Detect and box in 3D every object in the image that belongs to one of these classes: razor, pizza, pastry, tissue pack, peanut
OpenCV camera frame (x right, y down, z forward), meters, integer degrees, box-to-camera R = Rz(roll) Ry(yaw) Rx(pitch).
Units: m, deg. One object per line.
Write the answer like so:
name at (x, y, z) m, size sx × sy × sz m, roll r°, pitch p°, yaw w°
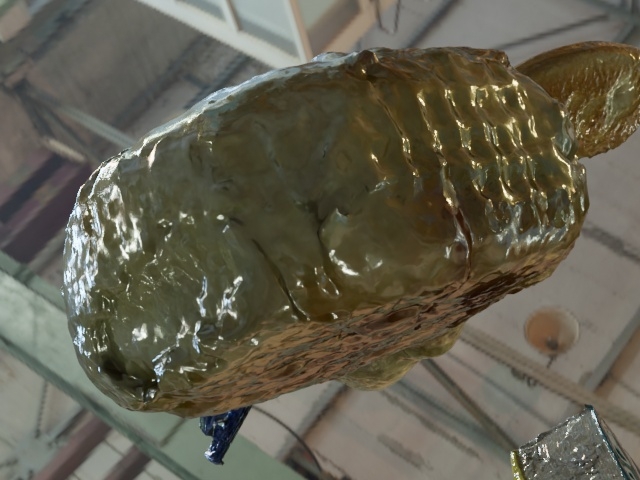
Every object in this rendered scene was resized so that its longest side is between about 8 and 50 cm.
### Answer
razor at (-0.093, 0.154, 1.061) m, size 0.056 × 0.324 × 0.093 m, roll 28°, pitch -106°, yaw 2°
pizza at (0.252, -0.137, 1.151) m, size 0.271 × 0.134 × 0.056 m, roll -28°, pitch -142°, yaw -15°
pastry at (0.000, 0.000, 0.416) m, size 0.193 × 0.182 × 0.093 m, roll -11°, pitch -109°, yaw -41°
tissue pack at (0.212, 0.218, 0.783) m, size 0.082 × 0.169 × 0.120 m, roll -33°, pitch -150°, yaw 12°
peanut at (0.084, 0.101, 1.283) m, size 0.253 × 0.122 × 0.137 m, roll -34°, pitch -169°, yaw 42°
